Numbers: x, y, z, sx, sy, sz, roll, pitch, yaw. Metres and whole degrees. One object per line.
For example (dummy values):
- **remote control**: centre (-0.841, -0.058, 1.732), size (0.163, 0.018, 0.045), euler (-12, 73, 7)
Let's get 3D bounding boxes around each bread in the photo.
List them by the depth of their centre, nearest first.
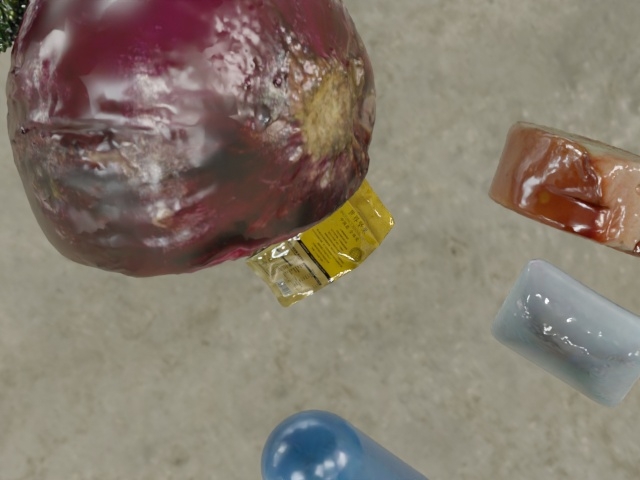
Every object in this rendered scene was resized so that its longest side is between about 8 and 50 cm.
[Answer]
- **bread**: centre (0.372, -0.053, 1.573), size (0.295, 0.328, 0.114), euler (-135, 63, -69)

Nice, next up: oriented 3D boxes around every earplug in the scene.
- **earplug**: centre (0.026, 0.256, 1.300), size (0.132, 0.273, 0.132), euler (-11, 59, 20)

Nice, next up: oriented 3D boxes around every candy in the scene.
- **candy**: centre (0.287, 0.108, 1.438), size (0.174, 0.138, 0.071), euler (32, 47, 11)

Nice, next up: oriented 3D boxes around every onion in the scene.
- **onion**: centre (-0.113, -0.141, 1.045), size (0.282, 0.260, 0.337), euler (8, 31, 39)

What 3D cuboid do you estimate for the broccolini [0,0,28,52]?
- **broccolini**: centre (-0.321, -0.217, 1.001), size (0.068, 0.203, 0.091), euler (29, 89, 55)

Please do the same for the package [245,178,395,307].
- **package**: centre (0.000, 0.000, 1.173), size (0.131, 0.071, 0.047), euler (-29, 24, 11)
